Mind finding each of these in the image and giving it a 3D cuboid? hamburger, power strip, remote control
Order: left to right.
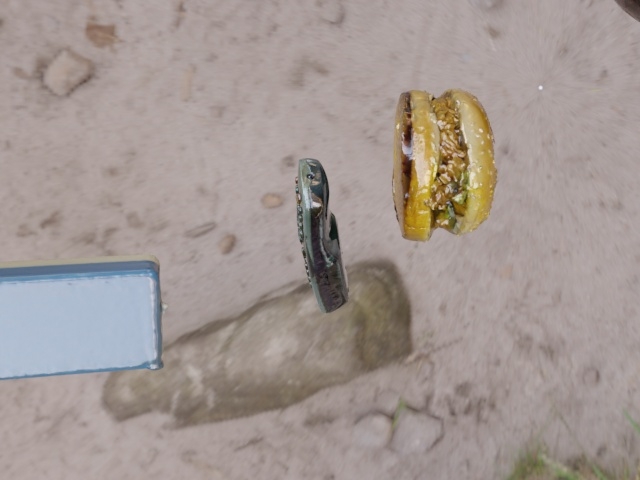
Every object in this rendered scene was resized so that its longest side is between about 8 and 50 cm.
[{"bbox_3d":[-0.138,0.039,0.669,0.123,0.032,0.056,-3,109,-6],"label":"power strip"},{"bbox_3d":[0.000,0.000,1.385,0.042,0.222,0.072,-8,54,2],"label":"remote control"},{"bbox_3d":[0.142,-0.084,1.565,0.118,0.191,0.181,4,55,-3],"label":"hamburger"}]

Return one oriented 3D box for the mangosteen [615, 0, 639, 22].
[{"bbox_3d":[0.475,-0.417,1.742,0.288,0.288,0.288,1,97,9],"label":"mangosteen"}]
